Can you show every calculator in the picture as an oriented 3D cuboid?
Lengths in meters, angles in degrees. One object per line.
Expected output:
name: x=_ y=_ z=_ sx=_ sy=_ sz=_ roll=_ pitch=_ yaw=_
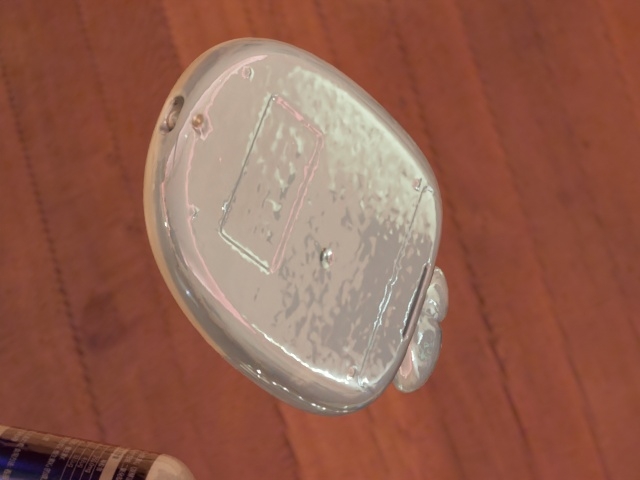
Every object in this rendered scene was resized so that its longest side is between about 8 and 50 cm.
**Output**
calculator: x=0.000 y=0.000 z=1.026 sx=0.303 sy=0.042 sz=0.188 roll=38 pitch=63 yaw=-45

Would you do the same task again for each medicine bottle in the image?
medicine bottle: x=-0.137 y=0.168 z=0.999 sx=0.191 sy=0.107 sz=0.107 roll=10 pitch=67 yaw=8
